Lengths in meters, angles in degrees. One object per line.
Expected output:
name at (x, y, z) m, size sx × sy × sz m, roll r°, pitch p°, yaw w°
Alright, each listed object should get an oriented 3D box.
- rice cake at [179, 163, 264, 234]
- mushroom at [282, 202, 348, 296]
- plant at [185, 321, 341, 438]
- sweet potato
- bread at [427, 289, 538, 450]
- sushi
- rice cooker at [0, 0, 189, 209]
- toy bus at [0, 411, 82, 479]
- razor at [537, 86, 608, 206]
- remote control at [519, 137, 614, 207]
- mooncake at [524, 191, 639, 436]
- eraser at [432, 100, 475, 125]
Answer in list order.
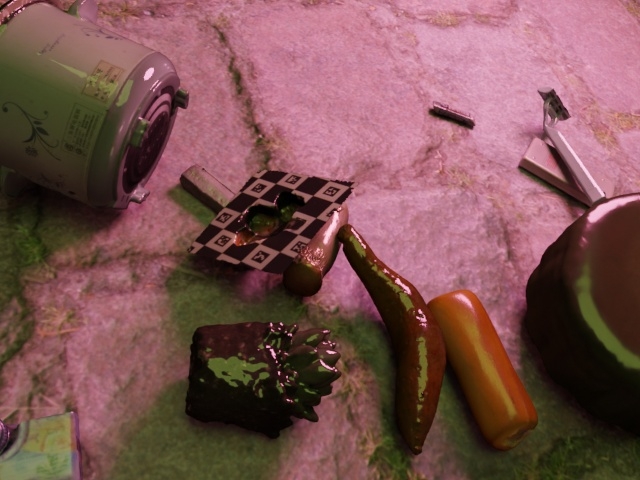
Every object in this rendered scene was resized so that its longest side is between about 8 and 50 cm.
rice cake at (-0.140, -0.048, 1.014) m, size 0.207 × 0.036 × 0.047 m, roll 38°, pitch 63°, yaw 12°
mushroom at (0.000, 0.000, 0.998) m, size 0.071 × 0.084 × 0.209 m, roll 16°, pitch 45°, yaw 10°
plant at (-0.071, 0.174, 0.812) m, size 0.195 × 0.129 × 0.132 m, roll 4°, pitch 56°, yaw -10°
sweet potato at (0.119, 0.125, 0.925) m, size 0.108 × 0.079 × 0.346 m, roll 1°, pitch 61°, yaw -41°
bread at (0.238, 0.180, 0.930) m, size 0.093 × 0.074 × 0.239 m, roll 8°, pitch 50°, yaw -42°
sushi at (-0.068, -0.022, 0.953) m, size 0.193 × 0.040 × 0.210 m, roll 12°, pitch 47°, yaw 31°
rice cooker at (-0.365, -0.195, 0.913) m, size 0.317 × 0.264 × 0.316 m, roll 0°, pitch 94°, yaw -2°
toy bus at (-0.418, 0.266, 0.654) m, size 0.330 × 0.109 × 0.135 m, roll -6°, pitch 68°, yaw -20°
razor at (0.491, -0.176, 1.258) m, size 0.111 × 0.056 × 0.277 m, roll 35°, pitch 38°, yaw -44°
remote control at (0.496, -0.132, 1.276) m, size 0.190 × 0.029 × 0.087 m, roll 32°, pitch 52°, yaw 8°
mooncake at (0.501, 0.113, 0.979) m, size 0.357 × 0.194 × 0.356 m, roll 1°, pitch 61°, yaw -3°
eraser at (0.275, -0.260, 1.309) m, size 0.099 × 0.019 × 0.027 m, roll 18°, pitch 38°, yaw -3°
